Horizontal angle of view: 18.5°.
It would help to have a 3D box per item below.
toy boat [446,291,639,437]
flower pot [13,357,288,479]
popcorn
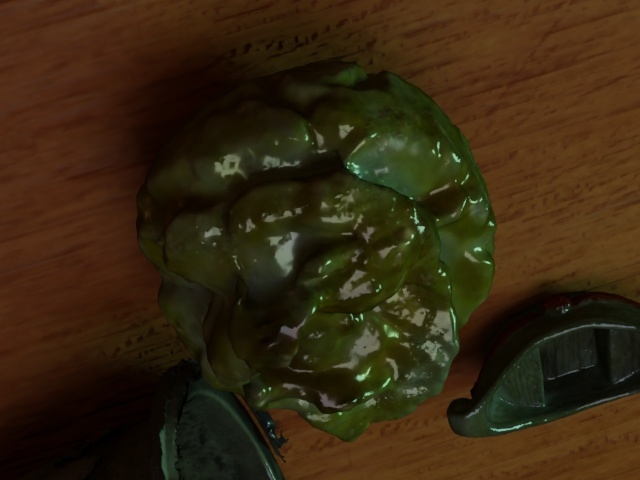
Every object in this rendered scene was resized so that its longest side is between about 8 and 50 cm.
[{"bbox_3d":[0.165,0.078,1.291,0.185,0.071,0.089,-17,126,-6],"label":"toy boat"},{"bbox_3d":[-0.138,0.237,1.202,0.259,0.290,0.290,-18,129,11],"label":"flower pot"},{"bbox_3d":[0.000,0.000,1.111,0.204,0.183,0.221,-37,139,-1],"label":"popcorn"}]
